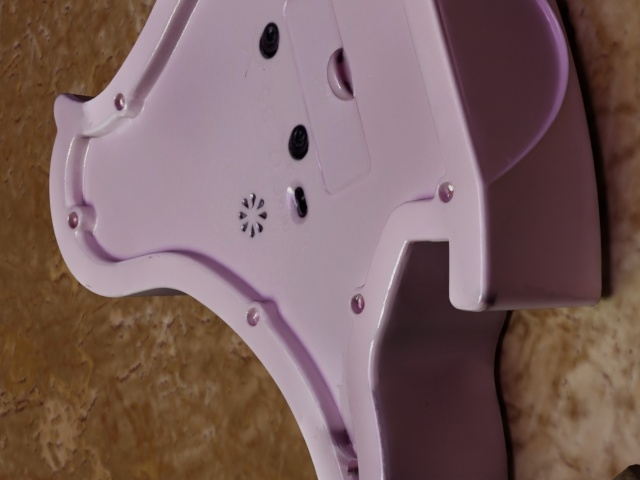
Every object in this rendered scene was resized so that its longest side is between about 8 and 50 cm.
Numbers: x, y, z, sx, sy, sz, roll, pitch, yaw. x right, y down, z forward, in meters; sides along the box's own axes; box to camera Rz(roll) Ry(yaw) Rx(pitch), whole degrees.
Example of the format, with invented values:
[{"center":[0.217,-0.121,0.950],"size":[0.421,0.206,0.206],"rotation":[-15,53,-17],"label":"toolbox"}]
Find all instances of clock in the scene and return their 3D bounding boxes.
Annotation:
[{"center":[0.000,0.000,0.844],"size":[0.275,0.080,0.290],"rotation":[-34,63,43],"label":"clock"}]

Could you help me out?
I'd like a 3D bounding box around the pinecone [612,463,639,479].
[{"center":[0.163,0.129,0.594],"size":[0.184,0.179,0.204],"rotation":[-33,45,19],"label":"pinecone"}]
